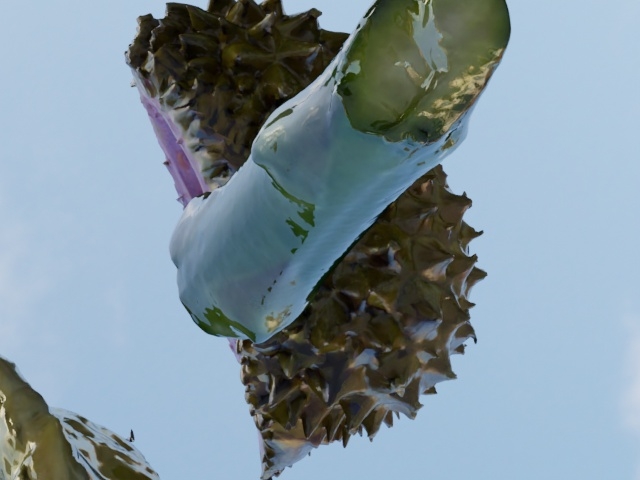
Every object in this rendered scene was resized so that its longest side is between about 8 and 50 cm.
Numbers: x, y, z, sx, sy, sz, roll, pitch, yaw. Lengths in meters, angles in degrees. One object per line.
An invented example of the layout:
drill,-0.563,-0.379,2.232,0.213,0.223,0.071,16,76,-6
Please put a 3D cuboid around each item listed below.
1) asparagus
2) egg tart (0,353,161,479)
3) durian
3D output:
asparagus,0.000,-0.028,0.833,0.082,0.343,0.085,44,-120,-2
egg tart,-0.189,0.248,1.169,0.169,0.388,0.387,-7,-109,-31
durian,0.000,-0.001,1.101,0.112,0.191,0.341,-76,-28,-68
